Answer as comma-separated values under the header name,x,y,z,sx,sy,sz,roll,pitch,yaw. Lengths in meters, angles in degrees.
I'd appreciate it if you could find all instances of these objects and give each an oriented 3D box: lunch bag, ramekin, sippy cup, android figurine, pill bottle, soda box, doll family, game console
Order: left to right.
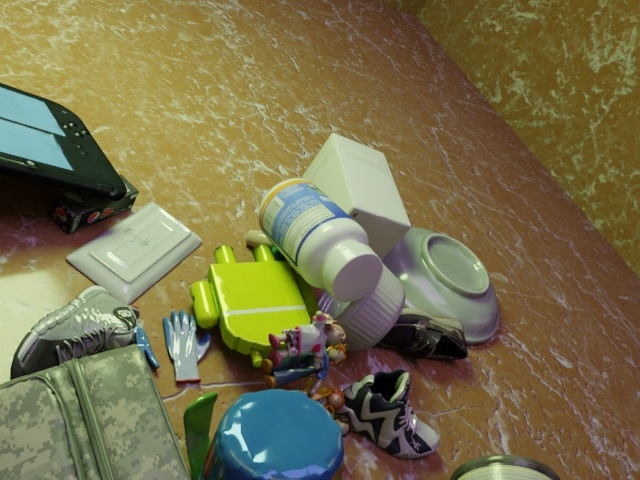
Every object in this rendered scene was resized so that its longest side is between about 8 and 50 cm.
name,x,y,z,sx,sy,sz,roll,pitch,yaw
game console,-0.578,-0.210,1.132,0.387,0.060,0.342,13,23,-50
lunch bag,-0.310,0.311,0.767,0.256,0.212,0.305,-12,55,-28
soda box,-0.443,-0.074,1.221,0.060,0.053,0.169,43,34,8
android figurine,-0.120,0.121,1.201,0.249,0.056,0.272,-3,50,-26
sippy cup,-0.068,0.337,0.857,0.306,0.223,0.240,14,30,2
doll family,-0.021,0.247,1.111,0.163,0.262,0.118,-7,8,-29
pill bottle,0.000,0.000,1.231,0.152,0.152,0.272,2,30,-39
ramekin,0.083,0.137,1.308,0.109,0.207,0.207,40,33,-13

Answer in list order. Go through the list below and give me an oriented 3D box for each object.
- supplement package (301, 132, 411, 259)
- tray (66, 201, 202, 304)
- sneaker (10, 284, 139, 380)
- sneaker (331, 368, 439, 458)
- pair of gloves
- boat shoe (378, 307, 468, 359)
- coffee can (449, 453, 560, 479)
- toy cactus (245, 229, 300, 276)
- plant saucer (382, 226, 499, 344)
name,x,y,z,sx,sy,sz,roll,pitch,yaw
supplement package,0.082,-0.101,1.600,0.178,0.175,0.292,18,39,-27
tray,-0.352,0.010,1.224,0.145,0.030,0.270,37,34,2
sneaker,-0.360,0.157,0.969,0.132,0.086,0.228,20,33,7
sneaker,0.155,0.324,1.186,0.235,0.153,0.094,31,37,-7
pair of gloves,-0.282,0.179,1.092,0.198,0.023,0.159,11,42,-31
boat shoe,0.233,0.224,1.418,0.285,0.102,0.092,13,39,-36
coffee can,0.320,0.535,1.039,0.202,0.201,0.275,29,35,-11
toy cactus,-0.078,0.020,1.407,0.181,0.112,0.219,16,42,5
plant saucer,0.339,0.089,1.669,0.401,0.100,0.400,23,36,-18
